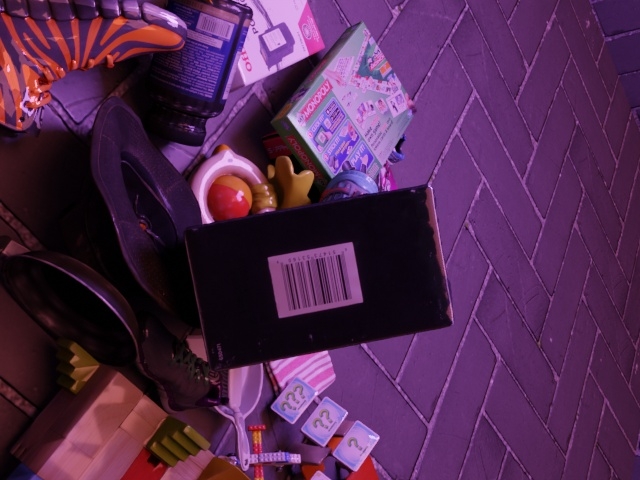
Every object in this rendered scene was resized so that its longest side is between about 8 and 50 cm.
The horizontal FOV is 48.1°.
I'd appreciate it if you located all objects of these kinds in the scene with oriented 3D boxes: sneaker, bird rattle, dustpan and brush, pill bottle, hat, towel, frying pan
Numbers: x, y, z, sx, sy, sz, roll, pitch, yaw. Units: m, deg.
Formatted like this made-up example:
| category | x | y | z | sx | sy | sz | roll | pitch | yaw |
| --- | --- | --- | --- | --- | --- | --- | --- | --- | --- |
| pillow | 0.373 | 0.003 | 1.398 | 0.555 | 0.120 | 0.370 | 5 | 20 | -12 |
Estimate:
| category | x | y | z | sx | sy | sz | roll | pitch | yaw |
| --- | --- | --- | --- | --- | --- | --- | --- | --- | --- |
| sneaker | 0.160 | -0.232 | 1.558 | 0.052 | 0.058 | 0.135 | -3 | 86 | -49 |
| bird rattle | -0.138 | -0.039 | 1.178 | 0.207 | 0.143 | 0.253 | 40 | 69 | -24 |
| sneaker | 0.000 | 0.000 | 1.216 | 0.104 | 0.261 | 0.125 | 27 | 39 | -1 |
| sneaker | -0.191 | 0.168 | 1.004 | 0.223 | 0.098 | 0.083 | 80 | 10 | -51 |
| dustpan and brush | -0.139 | 0.254 | 1.136 | 0.147 | 0.060 | 0.211 | 7 | 77 | -48 |
| pill bottle | -0.188 | -0.257 | 1.063 | 0.123 | 0.123 | 0.219 | 4 | 112 | -49 |
| sneaker | -0.333 | -0.221 | 0.924 | 0.321 | 0.125 | 0.179 | -1 | 94 | -21 |
| hat | -0.262 | -0.016 | 0.956 | 0.331 | 0.134 | 0.331 | -23 | 90 | -82 |
| towel | -0.042 | 0.201 | 1.287 | 0.144 | 0.029 | 0.197 | -31 | 107 | -46 |
| frying pan | -0.357 | 0.052 | 0.887 | 0.326 | 0.197 | 0.053 | 28 | 53 | 8 |

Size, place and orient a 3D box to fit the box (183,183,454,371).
| category | x | y | z | sx | sy | sz | roll | pitch | yaw |
| --- | --- | --- | --- | --- | --- | --- | --- | --- | --- |
| box | -0.007 | 0.042 | 0.966 | 0.294 | 0.297 | 0.182 | -153 | -127 | -86 |

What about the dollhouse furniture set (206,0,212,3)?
| category | x | y | z | sx | sy | sz | roll | pitch | yaw |
| --- | --- | --- | --- | --- | --- | --- | --- | --- | --- |
| dollhouse furniture set | -0.278 | -0.413 | 0.962 | 0.198 | 0.151 | 0.301 | -19 | 79 | -38 |

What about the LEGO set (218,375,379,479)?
| category | x | y | z | sx | sy | sz | roll | pitch | yaw |
| --- | --- | --- | --- | --- | --- | --- | --- | --- | --- |
| LEGO set | -0.041 | 0.350 | 1.158 | 0.244 | 0.182 | 0.060 | -46 | 163 | -31 |

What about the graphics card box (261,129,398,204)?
| category | x | y | z | sx | sy | sz | roll | pitch | yaw |
| --- | --- | --- | --- | --- | --- | --- | --- | --- | --- |
| graphics card box | 0.052 | -0.075 | 1.387 | 0.233 | 0.094 | 0.370 | -39 | 114 | -45 |

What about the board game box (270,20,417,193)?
| category | x | y | z | sx | sy | sz | roll | pitch | yaw |
| --- | --- | --- | --- | --- | --- | --- | --- | --- | --- |
| board game box | 0.055 | -0.228 | 1.309 | 0.213 | 0.046 | 0.317 | 53 | 49 | -24 |

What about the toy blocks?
| category | x | y | z | sx | sy | sz | roll | pitch | yaw |
| --- | --- | --- | --- | --- | --- | --- | --- | --- | --- |
| toy blocks | -0.269 | 0.347 | 0.919 | 0.261 | 0.191 | 0.381 | -54 | 124 | -25 |

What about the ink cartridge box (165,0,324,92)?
| category | x | y | z | sx | sy | sz | roll | pitch | yaw |
| --- | --- | --- | --- | --- | --- | --- | --- | --- | --- |
| ink cartridge box | -0.121 | -0.364 | 1.223 | 0.237 | 0.100 | 0.171 | -40 | 113 | -44 |

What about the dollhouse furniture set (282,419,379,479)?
| category | x | y | z | sx | sy | sz | roll | pitch | yaw |
| --- | --- | --- | --- | --- | --- | --- | --- | --- | --- |
| dollhouse furniture set | 0.028 | 0.482 | 1.243 | 0.259 | 0.135 | 0.261 | -37 | 112 | -45 |
